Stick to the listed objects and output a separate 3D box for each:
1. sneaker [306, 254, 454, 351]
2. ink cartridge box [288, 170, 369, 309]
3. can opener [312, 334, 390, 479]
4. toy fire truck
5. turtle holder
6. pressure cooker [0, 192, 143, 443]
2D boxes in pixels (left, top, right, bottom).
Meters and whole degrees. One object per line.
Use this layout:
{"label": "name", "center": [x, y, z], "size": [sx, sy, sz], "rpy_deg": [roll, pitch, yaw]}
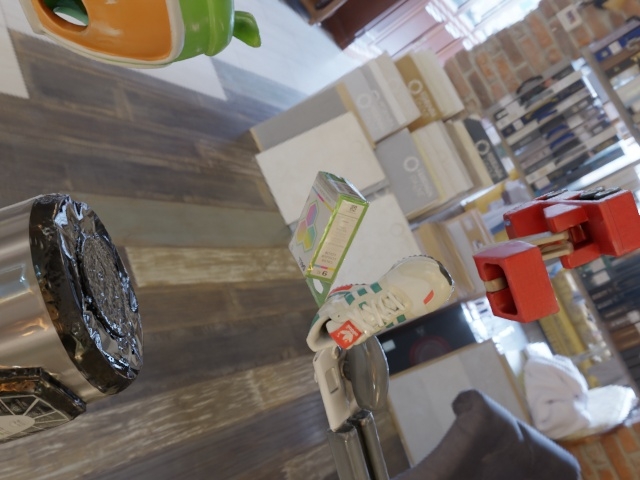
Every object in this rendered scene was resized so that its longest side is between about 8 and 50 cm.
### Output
{"label": "sneaker", "center": [0.049, 0.068, 0.547], "size": [0.057, 0.161, 0.075], "rpy_deg": [53, 47, -12]}
{"label": "ink cartridge box", "center": [0.000, 0.000, 1.026], "size": [0.062, 0.209, 0.109], "rpy_deg": [14, 21, -25]}
{"label": "can opener", "center": [0.053, 0.258, 0.791], "size": [0.074, 0.093, 0.280], "rpy_deg": [-23, 107, -45]}
{"label": "toy fire truck", "center": [0.172, 0.004, 0.474], "size": [0.192, 0.135, 0.047], "rpy_deg": [-129, -163, -85]}
{"label": "turtle holder", "center": [-0.208, -0.331, 0.622], "size": [0.243, 0.227, 0.320], "rpy_deg": [128, -56, -74]}
{"label": "pressure cooker", "center": [-0.554, 0.147, 1.015], "size": [0.375, 0.420, 0.370], "rpy_deg": [-149, -139, -84]}
